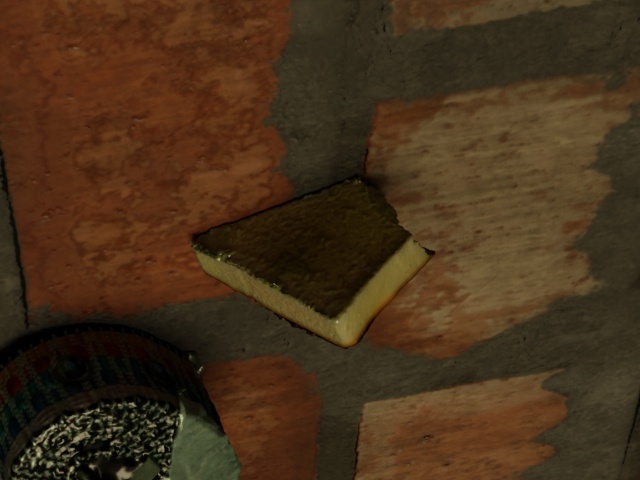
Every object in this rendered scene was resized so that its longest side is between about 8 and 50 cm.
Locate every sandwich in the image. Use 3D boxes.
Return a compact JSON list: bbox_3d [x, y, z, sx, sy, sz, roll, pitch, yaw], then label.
[{"bbox_3d":[0.000,0.000,1.849,0.162,0.193,0.058,-47,142,-23],"label":"sandwich"}]

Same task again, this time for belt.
[{"bbox_3d":[-0.206,0.198,1.949,0.207,0.150,0.257,-45,134,15],"label":"belt"}]
